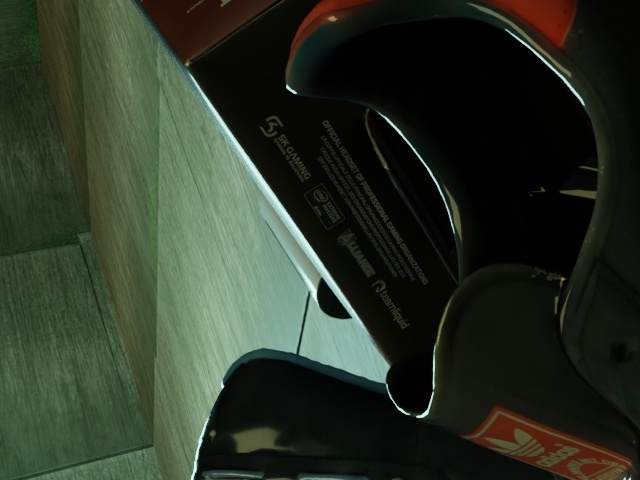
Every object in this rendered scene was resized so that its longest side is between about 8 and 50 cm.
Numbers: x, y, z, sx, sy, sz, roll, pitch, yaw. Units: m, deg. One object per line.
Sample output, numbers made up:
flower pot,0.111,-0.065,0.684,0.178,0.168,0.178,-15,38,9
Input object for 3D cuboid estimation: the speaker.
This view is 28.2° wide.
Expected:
speaker,0.000,0.000,0.939,0.136,0.055,0.055,-125,28,-52

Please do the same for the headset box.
headset box,-0.001,-0.080,0.643,0.218,0.110,0.293,56,179,-36

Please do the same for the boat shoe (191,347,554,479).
boat shoe,0.054,0.130,0.598,0.258,0.089,0.109,10,150,38

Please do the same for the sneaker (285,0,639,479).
sneaker,0.110,0.052,0.361,0.350,0.148,0.131,58,155,15
